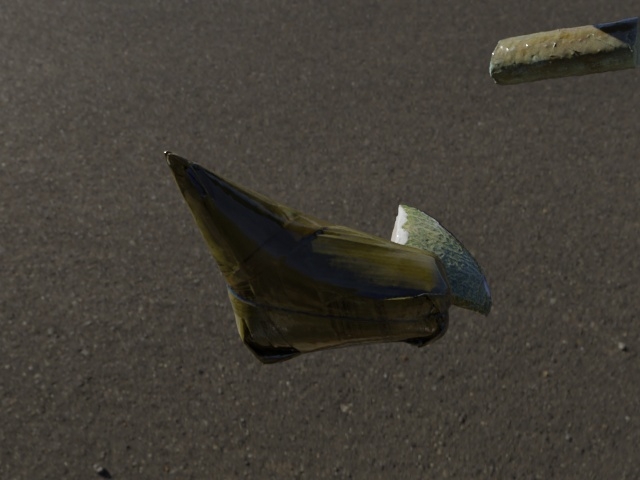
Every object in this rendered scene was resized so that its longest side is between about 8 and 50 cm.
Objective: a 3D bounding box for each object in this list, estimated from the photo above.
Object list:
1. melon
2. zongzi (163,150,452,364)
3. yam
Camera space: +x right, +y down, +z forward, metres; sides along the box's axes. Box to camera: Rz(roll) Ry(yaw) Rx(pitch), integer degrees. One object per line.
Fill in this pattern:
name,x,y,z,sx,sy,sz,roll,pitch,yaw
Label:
melon,0.142,0.049,1.053,0.202,0.093,0.140,48,41,17
zongzi,0.000,0.000,0.816,0.260,0.289,0.123,-7,37,14
yam,0.440,-0.337,1.351,0.259,0.093,0.093,-3,41,25
